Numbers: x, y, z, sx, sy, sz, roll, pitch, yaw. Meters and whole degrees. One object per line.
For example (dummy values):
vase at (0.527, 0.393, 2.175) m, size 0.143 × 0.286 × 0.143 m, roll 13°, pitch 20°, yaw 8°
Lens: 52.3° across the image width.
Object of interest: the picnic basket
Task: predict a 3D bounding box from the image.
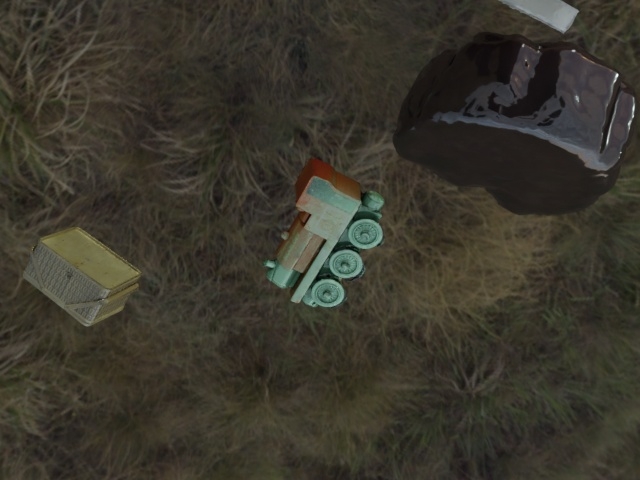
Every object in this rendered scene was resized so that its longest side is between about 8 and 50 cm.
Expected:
picnic basket at (-0.399, 0.058, 1.096) m, size 0.164 × 0.115 × 0.079 m, roll 35°, pitch 110°, yaw 8°

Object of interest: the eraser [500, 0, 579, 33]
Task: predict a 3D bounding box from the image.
eraser at (0.246, -0.360, 0.902) m, size 0.157 × 0.230 × 0.038 m, roll 22°, pitch 117°, yaw -14°

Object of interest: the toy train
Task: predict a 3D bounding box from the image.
toy train at (0.000, 0.000, 0.776) m, size 0.118 × 0.074 × 0.176 m, roll 26°, pitch 118°, yaw -13°

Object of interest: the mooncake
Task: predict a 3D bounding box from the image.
mooncake at (0.347, -0.198, 1.127) m, size 0.381 × 0.351 × 0.212 m, roll 28°, pitch 77°, yaw -38°
